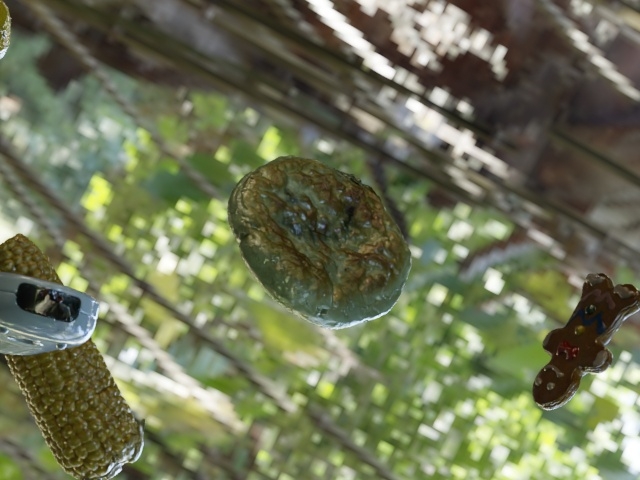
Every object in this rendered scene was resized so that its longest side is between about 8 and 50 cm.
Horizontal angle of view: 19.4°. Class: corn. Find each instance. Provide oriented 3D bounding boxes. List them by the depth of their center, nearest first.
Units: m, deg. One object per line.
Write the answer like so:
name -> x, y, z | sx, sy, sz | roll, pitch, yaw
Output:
corn -> -0.262, 0.119, 1.856 | 0.091, 0.260, 0.091 | -24, -177, 27

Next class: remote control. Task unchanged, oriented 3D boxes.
remote control -> -0.226, 0.057, 1.384 | 0.244, 0.087, 0.047 | 164, -56, -70

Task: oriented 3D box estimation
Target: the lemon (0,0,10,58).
lemon -> -0.336, -0.202, 1.798 | 0.082, 0.082, 0.110 | -58, -157, 17

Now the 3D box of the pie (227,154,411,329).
pie -> 0.000, 0.000, 2.132 | 0.054, 0.240, 0.240 | -49, -161, 40

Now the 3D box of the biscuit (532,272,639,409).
biscuit -> 0.350, 0.138, 2.536 | 0.205, 0.031, 0.138 | -57, -150, -4
